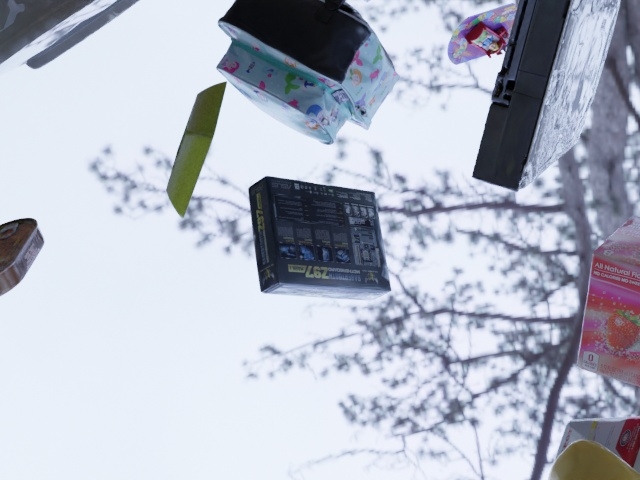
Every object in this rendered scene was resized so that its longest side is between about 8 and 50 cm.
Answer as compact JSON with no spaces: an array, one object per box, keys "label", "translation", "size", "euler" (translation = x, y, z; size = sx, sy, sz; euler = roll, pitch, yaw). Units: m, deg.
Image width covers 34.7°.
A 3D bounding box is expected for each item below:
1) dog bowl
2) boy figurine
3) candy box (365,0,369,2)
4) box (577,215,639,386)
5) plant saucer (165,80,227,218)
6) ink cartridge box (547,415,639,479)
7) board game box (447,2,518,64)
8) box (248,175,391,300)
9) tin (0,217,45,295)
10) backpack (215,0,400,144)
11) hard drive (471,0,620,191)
[{"label":"dog bowl","translation":[-0.316,-0.294,1.221],"size":[0.349,0.102,0.349],"euler":[-33,-169,8]},{"label":"boy figurine","translation":[0.228,0.329,0.957],"size":[0.092,0.177,0.285],"euler":[20,-90,37]},{"label":"candy box","translation":[0.044,-0.373,1.091],"size":[0.165,0.070,0.196],"euler":[-38,-108,-21]},{"label":"box","translation":[0.454,0.091,1.120],"size":[0.300,0.154,0.142],"euler":[17,-153,30]},{"label":"plant saucer","translation":[-0.220,-0.164,1.777],"size":[0.045,0.188,0.188],"euler":[18,-143,-10]},{"label":"ink cartridge box","translation":[0.367,0.292,1.211],"size":[0.127,0.176,0.128],"euler":[28,-107,-11]},{"label":"board game box","translation":[0.335,-0.400,2.035],"size":[0.169,0.133,0.033],"euler":[-20,-120,-15]},{"label":"box","translation":[0.000,0.000,1.673],"size":[0.059,0.233,0.183],"euler":[-31,-118,48]},{"label":"tin","translation":[-0.438,0.028,1.381],"size":[0.106,0.040,0.189],"euler":[-11,-153,9]},{"label":"backpack","translation":[-0.010,-0.252,1.468],"size":[0.225,0.253,0.191],"euler":[31,-85,22]},{"label":"hard drive","translation":[0.278,-0.205,1.199],"size":[0.064,0.236,0.339],"euler":[19,-159,20]}]
